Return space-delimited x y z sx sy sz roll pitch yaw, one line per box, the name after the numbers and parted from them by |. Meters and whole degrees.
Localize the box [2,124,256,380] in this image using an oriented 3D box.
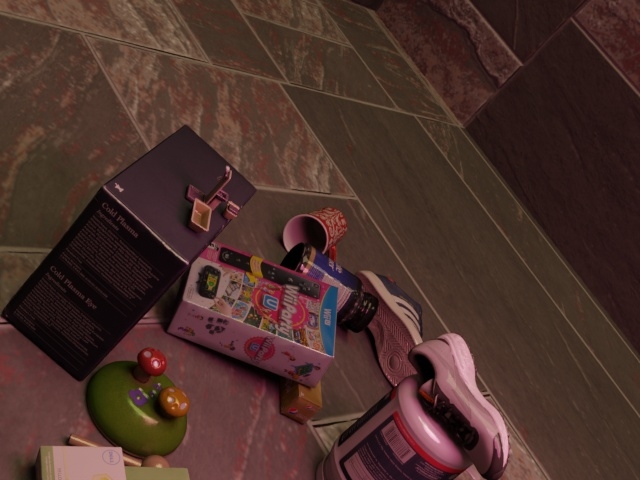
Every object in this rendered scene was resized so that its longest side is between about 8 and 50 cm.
-0.311 0.012 1.691 0.179 0.312 0.343 42 27 -4 | box

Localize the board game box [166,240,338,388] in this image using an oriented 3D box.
-0.123 0.134 1.940 0.303 0.097 0.224 22 32 -11 | board game box

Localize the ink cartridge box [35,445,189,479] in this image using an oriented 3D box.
-0.282 0.378 1.430 0.235 0.056 0.171 6 42 -24 | ink cartridge box

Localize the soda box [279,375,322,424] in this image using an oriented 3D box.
-0.040 0.268 1.969 0.058 0.061 0.181 31 29 -25 | soda box

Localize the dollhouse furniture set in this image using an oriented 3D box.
-0.154 -0.057 1.572 0.091 0.081 0.114 34 29 -22 | dollhouse furniture set

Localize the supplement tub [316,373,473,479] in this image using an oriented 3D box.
0.139 0.387 1.812 0.191 0.272 0.191 33 29 -21 | supplement tub

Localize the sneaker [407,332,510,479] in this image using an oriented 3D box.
0.230 0.286 1.695 0.108 0.100 0.272 -7 55 -27 | sneaker

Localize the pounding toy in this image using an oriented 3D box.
-0.276 0.262 1.606 0.183 0.110 0.237 36 27 -14 | pounding toy

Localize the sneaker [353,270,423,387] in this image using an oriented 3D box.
0.195 0.209 2.298 0.148 0.131 0.350 9 42 -41 | sneaker

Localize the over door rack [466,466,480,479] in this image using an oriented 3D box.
0.300 0.564 1.757 0.324 0.108 0.239 57 33 -4 | over door rack

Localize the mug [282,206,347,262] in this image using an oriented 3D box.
-0.009 -0.004 2.390 0.113 0.150 0.169 11 16 18 | mug

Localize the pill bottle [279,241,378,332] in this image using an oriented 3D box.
0.016 0.109 2.208 0.219 0.123 0.123 34 28 -18 | pill bottle
